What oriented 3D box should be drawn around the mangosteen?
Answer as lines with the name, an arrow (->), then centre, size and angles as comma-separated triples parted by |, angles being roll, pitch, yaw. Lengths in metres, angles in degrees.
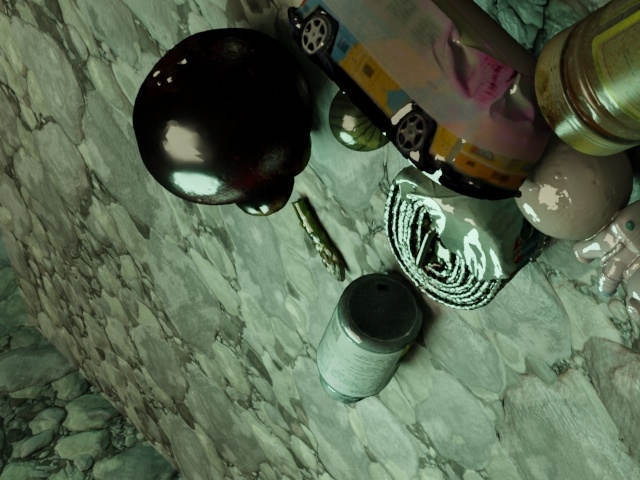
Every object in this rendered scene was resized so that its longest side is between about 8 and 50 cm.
mangosteen -> -0.147, -0.174, 2.219 | 0.297, 0.297, 0.313 | 22, 133, 52

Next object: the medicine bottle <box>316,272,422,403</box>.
medicine bottle -> 0.072, 0.178, 2.386 | 0.141, 0.141, 0.293 | 51, 153, 16

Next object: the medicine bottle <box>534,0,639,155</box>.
medicine bottle -> 0.363, -0.197, 1.428 | 0.151, 0.151, 0.322 | 59, 155, -2

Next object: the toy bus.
toy bus -> 0.129, -0.217, 1.681 | 0.386, 0.171, 0.162 | 51, 121, 40

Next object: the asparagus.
asparagus -> 0.000, 0.000, 2.449 | 0.036, 0.030, 0.165 | -31, 90, 37

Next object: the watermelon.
watermelon -> 0.057, -0.180, 2.054 | 0.133, 0.105, 0.105 | -4, 115, 62

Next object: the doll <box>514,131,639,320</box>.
doll -> 0.357, -0.010, 1.672 | 0.287, 0.151, 0.151 | 48, 153, 12

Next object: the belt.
belt -> 0.199, -0.023, 1.926 | 0.207, 0.150, 0.257 | 41, 152, 15
